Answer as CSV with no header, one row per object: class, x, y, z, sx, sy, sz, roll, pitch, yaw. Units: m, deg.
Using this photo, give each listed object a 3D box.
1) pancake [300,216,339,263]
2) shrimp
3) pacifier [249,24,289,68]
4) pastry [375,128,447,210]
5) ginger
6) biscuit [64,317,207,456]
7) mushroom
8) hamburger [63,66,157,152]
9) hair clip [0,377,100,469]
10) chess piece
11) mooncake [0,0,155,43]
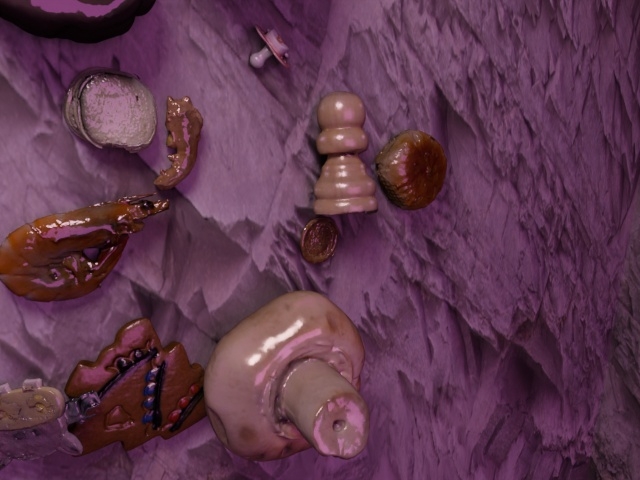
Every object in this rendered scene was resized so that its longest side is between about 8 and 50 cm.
pancake,-0.001,0.000,1.094,0.115,0.011,0.115,-10,109,-32
shrimp,-0.385,0.012,0.805,0.287,0.063,0.152,-23,115,-24
pacifier,-0.103,-0.363,0.914,0.078,0.081,0.099,-37,97,14
pastry,0.231,-0.173,1.160,0.182,0.093,0.192,-51,123,-17
ginger,-0.255,-0.173,0.857,0.069,0.051,0.173,6,96,-32
biscuit,-0.330,0.295,0.920,0.301,0.043,0.278,24,88,-36
mushroom,-0.058,0.267,0.961,0.353,0.353,0.325,4,68,-35
hamburger,-0.342,-0.215,0.780,0.140,0.062,0.133,16,93,-38
hair clip,-0.474,0.300,0.795,0.187,0.056,0.146,-12,100,-11
chess piece,0.051,-0.187,1.020,0.142,0.142,0.261,-7,98,-33
mooncake,-0.368,-0.425,0.665,0.283,0.141,0.283,-3,96,-27
